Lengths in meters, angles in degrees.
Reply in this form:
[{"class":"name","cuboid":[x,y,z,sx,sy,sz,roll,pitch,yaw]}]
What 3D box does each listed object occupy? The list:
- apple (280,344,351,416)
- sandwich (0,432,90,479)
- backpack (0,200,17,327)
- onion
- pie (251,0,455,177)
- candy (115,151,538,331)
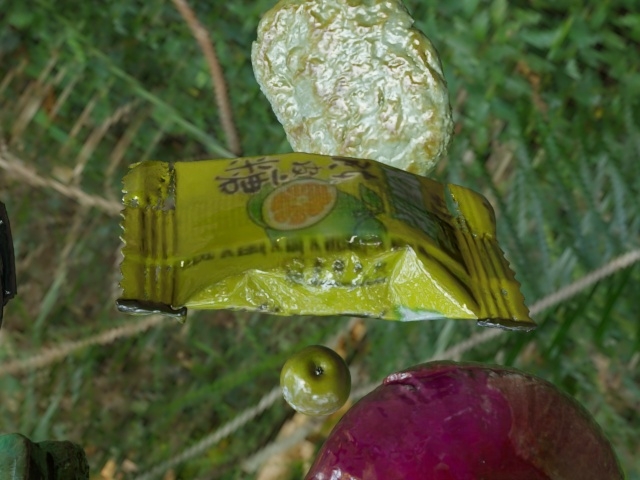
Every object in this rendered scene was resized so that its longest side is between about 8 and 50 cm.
[{"class":"apple","cuboid":[-0.005,0.174,1.830,0.090,0.089,0.074,29,152,5]},{"class":"sandwich","cuboid":[-0.302,0.257,1.161,0.212,0.292,0.109,34,162,29]},{"class":"backpack","cuboid":[-0.283,0.018,0.787,0.258,0.206,0.133,-13,-175,-31]},{"class":"onion","cuboid":[0.135,0.278,1.337,0.348,0.347,0.385,30,174,-1]},{"class":"pie","cuboid":[0.046,-0.165,1.580,0.248,0.201,0.090,62,-152,3]},{"class":"candy","cuboid":[0.000,0.000,1.096,0.297,0.081,0.187,5,-143,-10]}]
